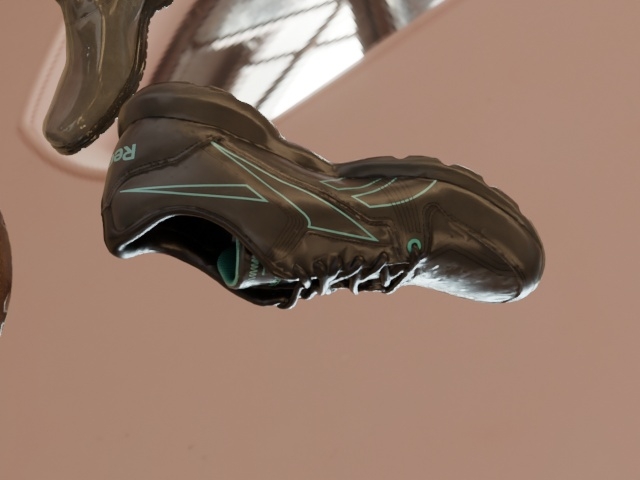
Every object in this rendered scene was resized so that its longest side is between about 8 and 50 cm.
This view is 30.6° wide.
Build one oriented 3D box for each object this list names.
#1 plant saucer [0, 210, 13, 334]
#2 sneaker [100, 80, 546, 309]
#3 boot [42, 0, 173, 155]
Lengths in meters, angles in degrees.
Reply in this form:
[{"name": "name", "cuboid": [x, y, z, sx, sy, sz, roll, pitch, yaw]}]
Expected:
[{"name": "plant saucer", "cuboid": [-0.410, 0.025, 0.942, 0.311, 0.310, 0.050, 64, 166, 14]}, {"name": "sneaker", "cuboid": [0.000, 0.000, 0.684, 0.267, 0.101, 0.106, 17, -127, -4]}, {"name": "boot", "cuboid": [-0.214, -0.210, 0.982, 0.161, 0.083, 0.247, 37, -112, -40]}]
